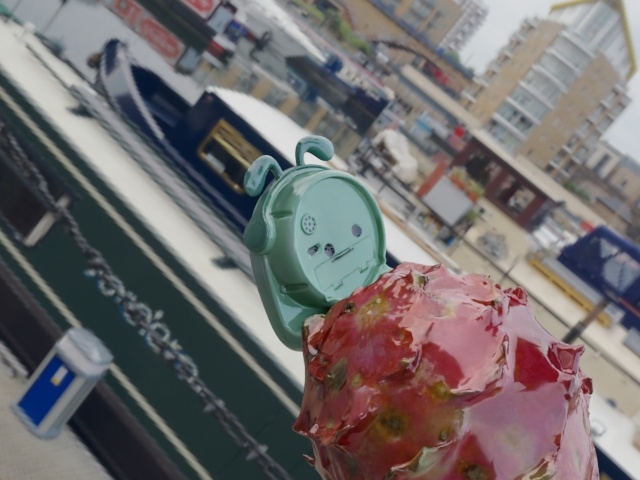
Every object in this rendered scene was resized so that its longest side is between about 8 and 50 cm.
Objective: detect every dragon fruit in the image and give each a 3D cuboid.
[{"bbox_3d":[0.093,0.144,0.613,0.205,0.210,0.268,-118,-166,-59],"label":"dragon fruit"}]

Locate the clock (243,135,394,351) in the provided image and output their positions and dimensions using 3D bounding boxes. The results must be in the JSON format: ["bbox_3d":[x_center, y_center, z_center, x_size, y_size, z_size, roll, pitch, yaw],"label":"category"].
[{"bbox_3d":[-0.001,0.000,0.822,0.148,0.060,0.188,-33,107,-39],"label":"clock"}]
